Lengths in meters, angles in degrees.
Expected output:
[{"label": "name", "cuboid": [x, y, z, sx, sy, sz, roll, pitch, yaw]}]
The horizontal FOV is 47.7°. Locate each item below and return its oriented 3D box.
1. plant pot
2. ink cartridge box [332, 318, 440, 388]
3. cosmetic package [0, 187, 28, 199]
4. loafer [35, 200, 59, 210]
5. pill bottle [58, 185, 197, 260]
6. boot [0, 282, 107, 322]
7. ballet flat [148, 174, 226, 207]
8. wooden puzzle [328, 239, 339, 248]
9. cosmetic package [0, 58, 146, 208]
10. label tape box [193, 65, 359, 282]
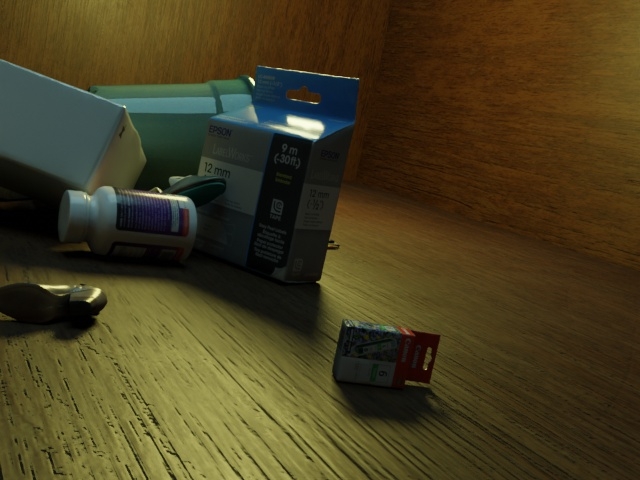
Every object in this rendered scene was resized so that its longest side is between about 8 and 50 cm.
[{"label": "plant pot", "cuboid": [-0.328, -0.197, 1.561, 0.334, 0.340, 0.341, 0, 13, -22]}, {"label": "ink cartridge box", "cuboid": [0.075, 0.126, 0.788, 0.115, 0.062, 0.029, 10, 8, -11]}, {"label": "cosmetic package", "cuboid": [-0.609, -0.157, 1.507, 0.107, 0.127, 0.238, 12, 11, 9]}, {"label": "loafer", "cuboid": [-0.533, -0.092, 1.431, 0.050, 0.056, 0.148, 30, 15, -28]}, {"label": "pill bottle", "cuboid": [-0.301, -0.027, 1.130, 0.194, 0.108, 0.108, 6, 10, -32]}, {"label": "boot", "cuboid": [-0.297, 0.064, 0.799, 0.119, 0.042, 0.087, 10, 3, -15]}, {"label": "ballet flat", "cuboid": [-0.259, -0.073, 1.244, 0.213, 0.068, 0.072, -29, -26, 17]}, {"label": "wooden puzzle", "cuboid": [0.000, 0.000, 1.654, 0.079, 0.014, 0.116, 5, 11, -39]}, {"label": "cosmetic package", "cuboid": [-0.557, -0.197, 1.261, 0.454, 0.161, 0.230, 20, -17, 2]}, {"label": "label tape box", "cuboid": [-0.088, -0.126, 1.247, 0.249, 0.347, 0.115, 18, 11, 36]}]
